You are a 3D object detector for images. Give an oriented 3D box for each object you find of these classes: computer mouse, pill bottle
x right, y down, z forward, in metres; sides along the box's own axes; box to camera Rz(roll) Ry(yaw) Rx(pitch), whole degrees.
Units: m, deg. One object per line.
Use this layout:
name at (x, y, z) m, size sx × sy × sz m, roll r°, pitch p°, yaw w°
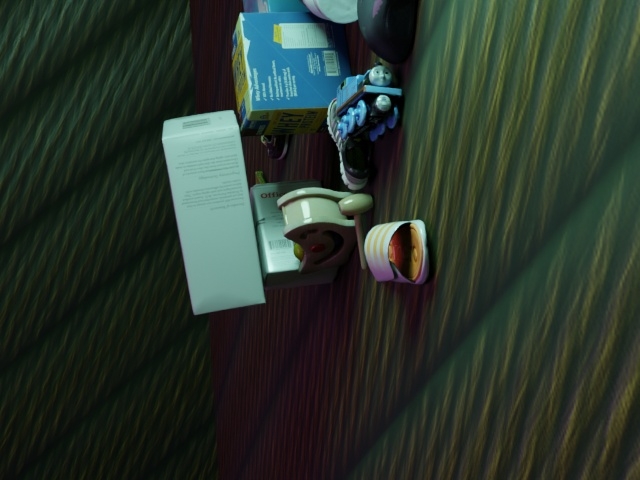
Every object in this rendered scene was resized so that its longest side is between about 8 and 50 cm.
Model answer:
computer mouse at (0.097, -0.403, 1.335) m, size 0.188 × 0.072 × 0.272 m, roll -122°, pitch 31°, yaw -58°
pill bottle at (0.013, -0.457, 1.536) m, size 0.221 × 0.121 × 0.121 m, roll -119°, pitch 28°, yaw -57°

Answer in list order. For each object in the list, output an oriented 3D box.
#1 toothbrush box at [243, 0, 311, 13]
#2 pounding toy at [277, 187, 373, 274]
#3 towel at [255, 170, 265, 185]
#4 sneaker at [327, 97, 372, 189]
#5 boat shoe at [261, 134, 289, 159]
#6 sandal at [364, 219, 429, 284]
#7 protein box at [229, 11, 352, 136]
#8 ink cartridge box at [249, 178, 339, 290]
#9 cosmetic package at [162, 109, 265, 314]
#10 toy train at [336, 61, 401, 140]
toothbrush box at (-0.090, -0.554, 1.886) m, size 0.216 × 0.126 × 0.296 m, roll 135°, pitch 130°, yaw -69°
pounding toy at (0.000, 0.000, 1.664) m, size 0.269 × 0.154 × 0.155 m, roll 110°, pitch 151°, yaw -59°
towel at (-0.146, -0.094, 2.452) m, size 0.237 × 0.021 × 0.102 m, roll -116°, pitch 20°, yaw -52°
sneaker at (0.058, -0.179, 1.572) m, size 0.075 × 0.063 × 0.171 m, roll 153°, pitch 107°, yaw -74°
boat shoe at (-0.113, -0.272, 2.169) m, size 0.228 × 0.068 × 0.081 m, roll 114°, pitch 148°, yaw -61°
sandal at (0.105, 0.023, 1.427) m, size 0.265 × 0.076 × 0.102 m, roll 174°, pitch 91°, yaw -75°
protein box at (-0.057, -0.319, 1.685) m, size 0.136 × 0.201 × 0.200 m, roll 134°, pitch 130°, yaw -71°
ink cartridge box at (-0.060, -0.014, 1.873) m, size 0.092 × 0.158 × 0.218 m, roll 106°, pitch 155°, yaw -59°
cosmetic package at (-0.215, -0.058, 1.764) m, size 0.197 × 0.155 × 0.366 m, roll -116°, pitch 16°, yaw -69°
toy train at (0.077, -0.229, 1.458) m, size 0.184 × 0.080 × 0.105 m, roll 156°, pitch 115°, yaw -74°
